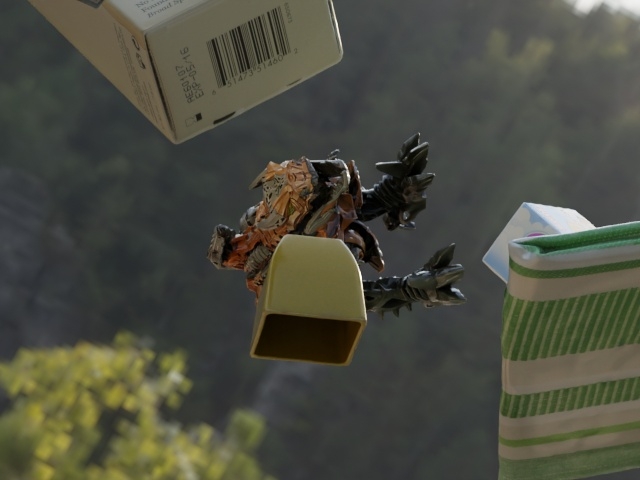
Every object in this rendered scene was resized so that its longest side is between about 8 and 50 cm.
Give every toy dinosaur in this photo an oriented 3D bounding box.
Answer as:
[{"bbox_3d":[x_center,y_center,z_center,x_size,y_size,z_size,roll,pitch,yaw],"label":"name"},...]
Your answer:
[{"bbox_3d":[0.000,0.000,1.757,0.218,0.164,0.322,-10,-3,-11],"label":"toy dinosaur"}]

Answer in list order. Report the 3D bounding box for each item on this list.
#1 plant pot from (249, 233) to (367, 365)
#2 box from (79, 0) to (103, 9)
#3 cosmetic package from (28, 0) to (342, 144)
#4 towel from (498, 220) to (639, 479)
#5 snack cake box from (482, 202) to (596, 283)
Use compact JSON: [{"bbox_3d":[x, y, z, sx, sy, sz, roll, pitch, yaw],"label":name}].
[{"bbox_3d":[-0.009,0.042,1.530,0.081,0.083,0.081,7,-31,-8],"label":"plant pot"},{"bbox_3d":[-0.180,-0.183,1.066,0.094,0.027,0.137,48,14,28],"label":"box"},{"bbox_3d":[-0.132,-0.217,1.550,0.309,0.160,0.113,43,-25,45],"label":"cosmetic package"},{"bbox_3d":[0.264,0.088,1.551,0.325,0.248,0.038,83,-4,-53],"label":"towel"},{"bbox_3d":[0.327,0.073,2.174,0.264,0.089,0.152,43,20,24],"label":"snack cake box"}]
